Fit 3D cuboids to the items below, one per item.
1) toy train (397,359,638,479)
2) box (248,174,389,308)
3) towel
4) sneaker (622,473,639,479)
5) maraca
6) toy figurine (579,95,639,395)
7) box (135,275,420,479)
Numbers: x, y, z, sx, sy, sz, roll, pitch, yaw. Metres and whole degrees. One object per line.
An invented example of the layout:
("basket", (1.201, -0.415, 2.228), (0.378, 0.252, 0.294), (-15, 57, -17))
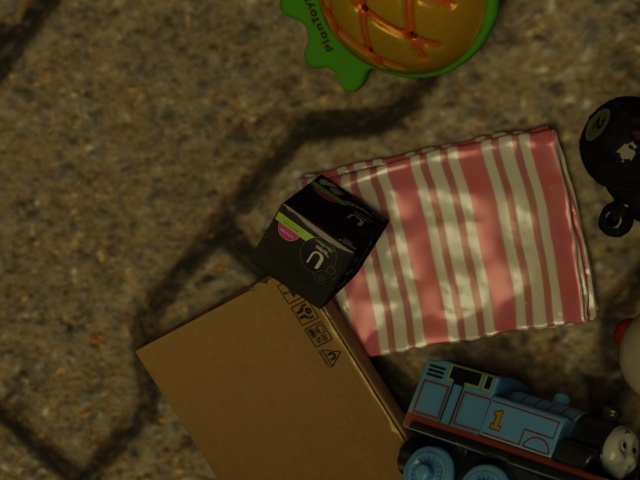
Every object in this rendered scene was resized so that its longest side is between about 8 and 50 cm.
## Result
("toy train", (0.136, 0.149, 1.195), (0.184, 0.080, 0.105), (14, 82, 39))
("box", (0.000, 0.000, 1.205), (0.062, 0.083, 0.052), (34, 114, 7))
("towel", (0.087, 0.006, 1.236), (0.197, 0.029, 0.144), (-11, 102, 19))
("sneaker", (0.266, 0.187, 1.186), (0.146, 0.122, 0.330), (32, 112, 3))
("maraca", (0.043, -0.164, 1.166), (0.186, 0.099, 0.127), (-17, 99, 47))
("toy figurine", (0.274, 0.000, 1.078), (0.209, 0.148, 0.213), (-11, 72, 19))
("box", (-0.024, 0.131, 1.300), (0.164, 0.021, 0.201), (-28, 98, 30))
